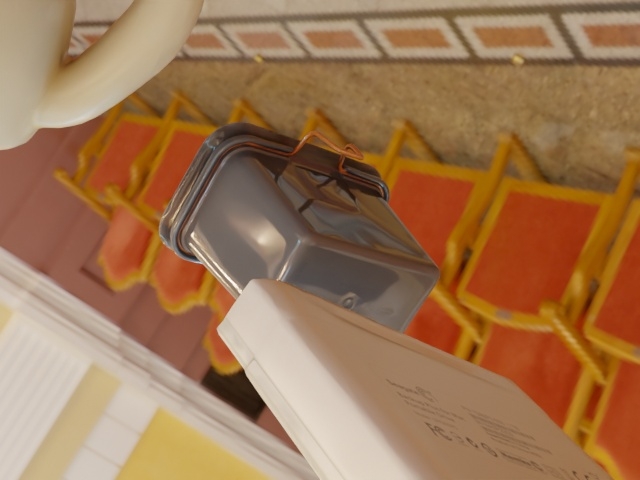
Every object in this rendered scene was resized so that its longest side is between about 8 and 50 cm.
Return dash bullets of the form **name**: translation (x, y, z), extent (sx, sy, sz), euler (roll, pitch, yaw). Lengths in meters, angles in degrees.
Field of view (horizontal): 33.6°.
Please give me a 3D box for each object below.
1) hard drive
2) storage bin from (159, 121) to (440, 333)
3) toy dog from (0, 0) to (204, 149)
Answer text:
- **hard drive**: translation (0.104, 0.135, 0.391), extent (0.203, 0.040, 0.307), euler (26, -166, -41)
- **storage bin**: translation (0.000, 0.000, 0.575), extent (0.135, 0.098, 0.091), euler (15, -156, -43)
- **toy dog**: translation (-0.256, -0.246, 0.479), extent (0.395, 0.408, 0.284), euler (3, -167, 6)
